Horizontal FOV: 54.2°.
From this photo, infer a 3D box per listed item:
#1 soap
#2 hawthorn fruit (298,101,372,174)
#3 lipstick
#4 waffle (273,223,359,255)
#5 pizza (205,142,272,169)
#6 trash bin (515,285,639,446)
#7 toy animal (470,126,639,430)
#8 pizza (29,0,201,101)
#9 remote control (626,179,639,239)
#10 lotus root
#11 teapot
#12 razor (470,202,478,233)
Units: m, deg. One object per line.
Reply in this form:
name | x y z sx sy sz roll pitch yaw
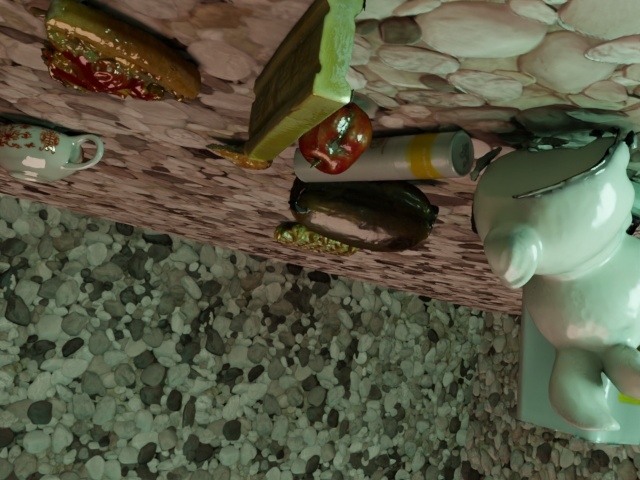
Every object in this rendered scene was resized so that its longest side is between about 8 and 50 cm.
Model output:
soap | -0.027 -0.142 0.596 0.037 0.092 0.252 11 172 -19
hawthorn fruit | 0.015 -0.118 0.725 0.093 0.093 0.093 11 172 1
lipstick | 0.073 -0.108 0.830 0.263 0.059 0.059 3 169 44
waffle | 0.000 0.001 1.736 0.253 0.056 0.249 8 172 15
pizza | -0.128 -0.141 0.996 0.108 0.026 0.123 17 173 -20
trash bin | 0.500 0.186 1.212 0.255 0.368 0.296 16 171 -40
toy animal | 0.299 0.036 0.720 0.182 0.310 0.247 -15 -155 29
pizza | -0.246 -0.189 0.686 0.198 0.062 0.188 5 168 45
remote control | 0.467 0.011 0.808 0.296 0.056 0.140 23 150 12
lotus root | 0.065 -0.053 0.994 0.240 0.124 0.123 15 169 -12
teapot | -0.506 -0.162 1.141 0.245 0.116 0.159 4 160 8
razor | 0.323 -0.034 1.030 0.147 0.054 0.090 8 172 15
